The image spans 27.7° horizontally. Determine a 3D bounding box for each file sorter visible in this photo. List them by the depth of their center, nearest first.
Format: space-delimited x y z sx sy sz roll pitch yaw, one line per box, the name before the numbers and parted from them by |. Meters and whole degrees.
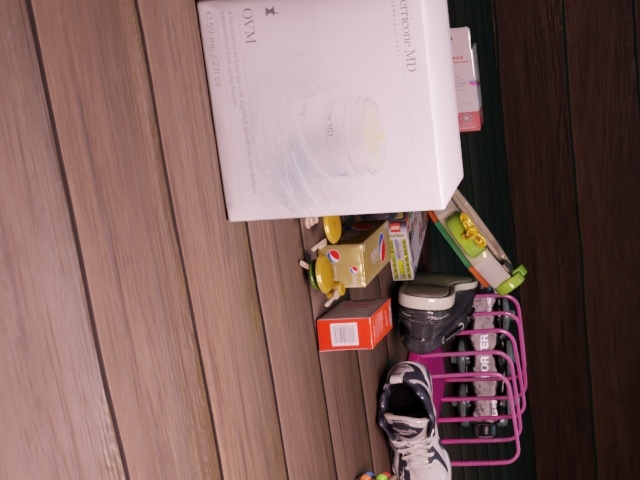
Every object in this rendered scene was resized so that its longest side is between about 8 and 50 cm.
file sorter | 0.266 0.242 2.295 0.290 0.182 0.202 -67 150 -60

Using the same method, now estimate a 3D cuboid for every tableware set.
tableware set | 0.000 0.000 1.586 0.104 0.024 0.154 -37 116 -63

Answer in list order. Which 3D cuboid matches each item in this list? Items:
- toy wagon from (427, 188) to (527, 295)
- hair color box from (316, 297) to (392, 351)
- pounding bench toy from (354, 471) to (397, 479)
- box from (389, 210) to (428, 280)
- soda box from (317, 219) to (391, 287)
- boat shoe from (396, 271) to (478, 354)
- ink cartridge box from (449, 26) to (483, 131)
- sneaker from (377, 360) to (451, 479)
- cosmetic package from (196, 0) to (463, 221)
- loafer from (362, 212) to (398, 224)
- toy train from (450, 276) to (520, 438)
toy wagon | 0.263 -0.020 2.326 0.267 0.068 0.344 53 12 2
hair color box | 0.046 0.108 1.673 0.141 0.072 0.043 -30 115 -74
pounding bench toy | 0.072 0.351 1.763 0.083 0.052 0.065 5 82 -76
box | 0.145 -0.033 2.173 0.207 0.036 0.114 -69 152 -59
soda box | 0.047 0.016 1.717 0.181 0.061 0.058 -41 127 -72
boat shoe | 0.193 0.120 2.153 0.340 0.127 0.113 -37 130 -79
ink cartridge box | 0.241 -0.307 2.451 0.067 0.115 0.198 -56 141 -66
sneaker | 0.136 0.300 1.948 0.153 0.094 0.234 9 78 -74
cosmetic package | 0.015 -0.146 1.293 0.138 0.225 0.224 -53 137 -69
loafer | 0.099 -0.108 1.941 0.078 0.076 0.223 80 20 -46
toy train | 0.338 0.240 2.699 0.190 0.142 0.333 24 63 -85
